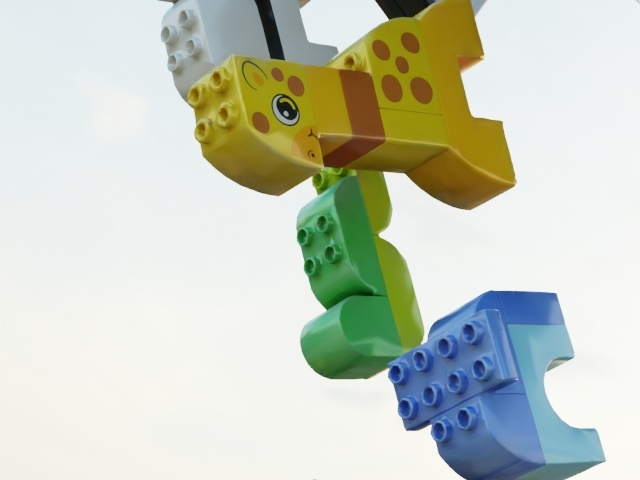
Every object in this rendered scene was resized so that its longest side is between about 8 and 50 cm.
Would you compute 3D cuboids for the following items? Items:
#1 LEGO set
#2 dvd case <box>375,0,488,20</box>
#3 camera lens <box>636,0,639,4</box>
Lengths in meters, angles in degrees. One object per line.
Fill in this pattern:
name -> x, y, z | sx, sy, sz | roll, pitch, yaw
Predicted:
LEGO set -> 0.000, 0.000, 0.471 | 0.093, 0.227, 0.087 | 3, -26, -40
dvd case -> 0.048, -0.213, 0.711 | 0.022, 0.253, 0.180 | -18, -63, 46
camera lens -> 0.177, -0.155, 0.516 | 0.219, 0.219, 0.274 | 17, 5, -2
